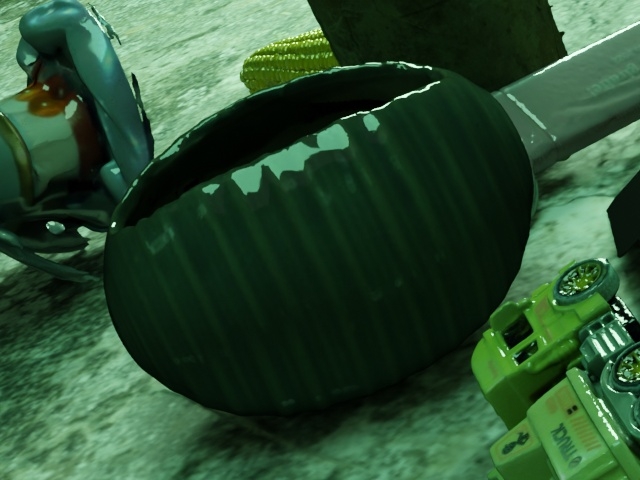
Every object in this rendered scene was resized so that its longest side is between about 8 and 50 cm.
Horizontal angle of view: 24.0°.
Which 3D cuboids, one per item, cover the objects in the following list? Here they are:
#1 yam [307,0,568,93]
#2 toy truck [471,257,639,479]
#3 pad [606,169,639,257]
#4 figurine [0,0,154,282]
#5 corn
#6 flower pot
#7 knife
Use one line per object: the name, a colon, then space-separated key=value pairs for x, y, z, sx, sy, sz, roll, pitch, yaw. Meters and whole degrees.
yam: x=0.070 y=-0.182 z=1.068 sx=0.161 sy=0.268 sz=0.161 roll=-23 pitch=30 yaw=14
toy truck: x=0.115 y=0.083 z=0.639 sx=0.100 sy=0.077 sz=0.169 roll=-34 pitch=24 yaw=6
pad: x=0.198 y=-0.046 z=0.831 sx=0.112 sy=0.003 sz=0.157 roll=-50 pitch=1 yaw=14
figurine: x=-0.325 y=-0.005 z=1.082 sx=0.388 sy=0.248 sz=0.277 roll=-22 pitch=17 yaw=-27
corn: x=0.016 y=-0.151 z=1.282 sx=0.206 sy=0.067 sz=0.067 roll=-5 pitch=27 yaw=42
flower pot: x=0.000 y=0.000 z=0.825 sx=0.243 sy=0.157 sz=0.189 roll=-21 pitch=23 yaw=-1
knife: x=0.211 y=-0.108 z=1.011 sx=0.399 sy=0.038 sz=0.132 roll=-28 pitch=57 yaw=-19
